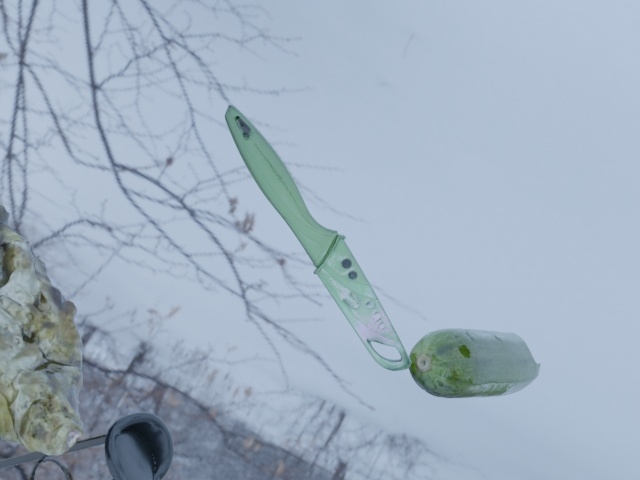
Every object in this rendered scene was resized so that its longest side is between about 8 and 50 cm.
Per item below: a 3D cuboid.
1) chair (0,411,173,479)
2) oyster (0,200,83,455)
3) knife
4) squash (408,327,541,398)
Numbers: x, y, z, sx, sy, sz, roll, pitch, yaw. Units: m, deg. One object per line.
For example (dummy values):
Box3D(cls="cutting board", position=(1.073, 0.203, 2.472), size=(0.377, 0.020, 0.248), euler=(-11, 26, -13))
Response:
Box3D(cls="chair", position=(-0.284, 0.286, 1.007), size=(0.104, 0.222, 0.095), euler=(58, -168, -26))
Box3D(cls="oyster", position=(-0.356, 0.092, 0.984), size=(0.351, 0.115, 0.238), euler=(64, -174, 25))
Box3D(cls="knife", position=(0.000, 0.000, 0.549), size=(0.207, 0.030, 0.014), euler=(58, -178, -9))
Box3D(cls="squash", position=(0.156, 0.120, 0.831), size=(0.069, 0.069, 0.239), euler=(19, -177, 33))
